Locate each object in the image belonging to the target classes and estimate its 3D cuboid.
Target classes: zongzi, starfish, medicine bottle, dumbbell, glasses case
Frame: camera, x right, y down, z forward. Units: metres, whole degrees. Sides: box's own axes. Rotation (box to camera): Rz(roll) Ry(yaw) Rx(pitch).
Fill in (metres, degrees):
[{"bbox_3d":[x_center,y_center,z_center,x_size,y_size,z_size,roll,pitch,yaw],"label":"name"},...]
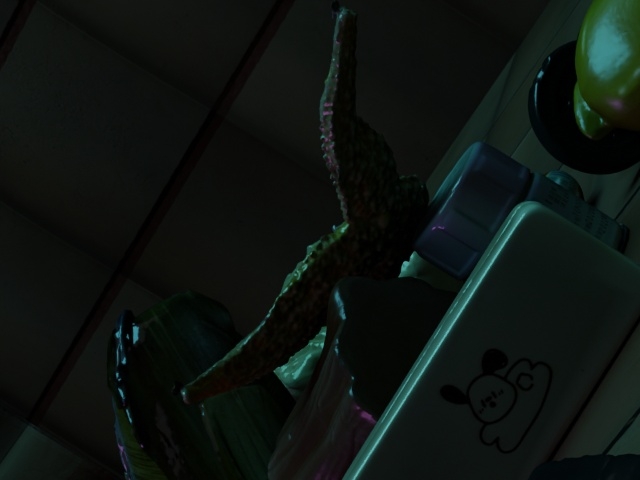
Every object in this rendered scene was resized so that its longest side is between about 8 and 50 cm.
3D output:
[{"bbox_3d":[-0.082,0.250,1.770,0.208,0.403,0.432,-24,6,-7],"label":"zongzi"},{"bbox_3d":[0.011,0.005,1.714,0.384,0.132,0.398,-61,-17,0],"label":"starfish"},{"bbox_3d":[0.187,-0.002,1.670,0.135,0.168,0.135,-57,2,3],"label":"medicine bottle"},{"bbox_3d":[0.295,-0.154,1.714,0.143,0.143,0.325,-59,3,-18],"label":"dumbbell"},{"bbox_3d":[0.141,0.127,1.452,0.313,0.131,0.070,-57,3,1],"label":"glasses case"}]

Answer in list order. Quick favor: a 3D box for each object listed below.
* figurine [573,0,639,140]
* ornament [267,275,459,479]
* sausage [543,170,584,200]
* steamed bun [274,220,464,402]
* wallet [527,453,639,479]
[{"bbox_3d":[0.338,-0.200,1.382,0.327,0.218,0.169,-42,55,53],"label":"figurine"},{"bbox_3d":[0.069,0.175,1.656,0.221,0.235,0.217,-25,-25,-42],"label":"ornament"},{"bbox_3d":[0.231,0.006,1.856,0.083,0.083,0.264,-55,2,42],"label":"sausage"},{"bbox_3d":[0.074,0.117,2.111,0.289,0.203,0.276,-59,28,2],"label":"steamed bun"},{"bbox_3d":[0.138,0.246,1.126,0.247,0.041,0.323,-59,6,-13],"label":"wallet"}]
